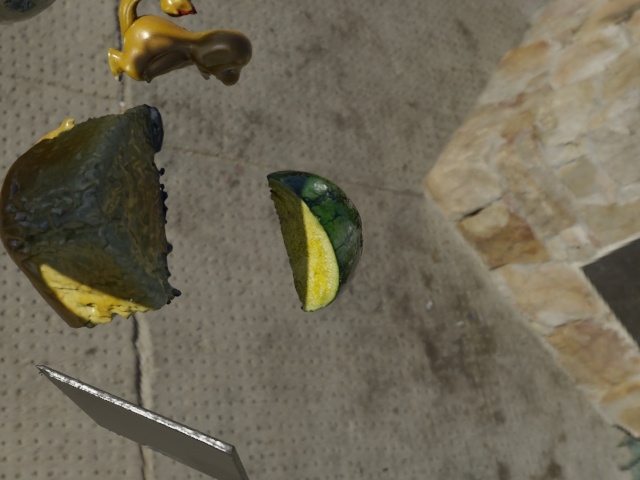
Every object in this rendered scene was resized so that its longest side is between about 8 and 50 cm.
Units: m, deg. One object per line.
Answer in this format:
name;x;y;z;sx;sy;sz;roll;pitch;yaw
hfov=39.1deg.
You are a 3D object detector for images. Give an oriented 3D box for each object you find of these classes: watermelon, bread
watermelon;0.009;-0.004;1.036;0.075;0.092;0.181;-36;122;-36
bread;-0.289;-0.028;1.077;0.163;0.204;0.262;6;72;-60

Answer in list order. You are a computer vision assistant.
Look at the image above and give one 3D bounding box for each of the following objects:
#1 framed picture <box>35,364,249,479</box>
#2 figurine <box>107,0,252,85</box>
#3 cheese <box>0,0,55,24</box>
framed picture;-0.216;0.256;1.185;0.255;0.338;0.014;21;68;9
figurine;-0.171;-0.255;1.117;0.176;0.122;0.121;9;44;1
cheese;-0.611;-0.386;1.309;0.328;0.351;0.129;18;60;-71
